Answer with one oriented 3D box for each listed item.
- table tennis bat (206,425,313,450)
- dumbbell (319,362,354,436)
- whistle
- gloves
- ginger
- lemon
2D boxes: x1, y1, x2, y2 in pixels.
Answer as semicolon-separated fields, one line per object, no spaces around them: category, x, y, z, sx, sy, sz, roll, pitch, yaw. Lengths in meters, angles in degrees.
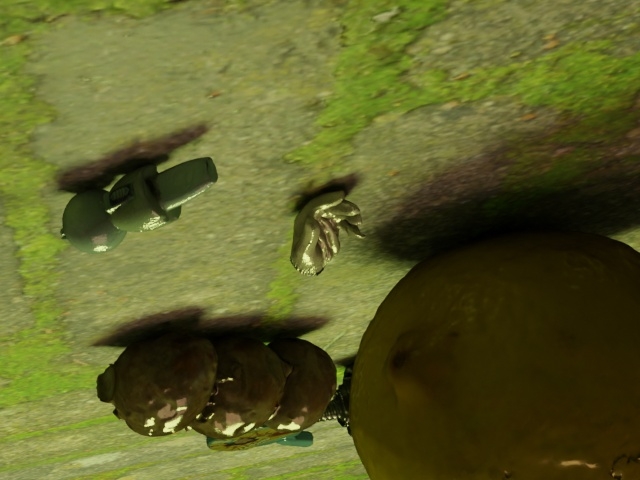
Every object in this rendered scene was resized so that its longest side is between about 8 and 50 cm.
table tennis bat;-0.059;0.213;1.603;0.100;0.019;0.155;-23;159;28
dumbbell;0.091;0.144;1.372;0.254;0.081;0.081;-8;163;-15
whistle;-0.096;-0.019;0.761;0.100;0.035;0.035;-22;162;25
gloves;-0.001;-0.002;0.882;0.044;0.037;0.081;-33;172;-46
ginger;-0.071;0.113;1.144;0.104;0.080;0.204;-32;154;35
lemon;0.156;0.114;1.026;0.260;0.260;0.284;-19;165;21
